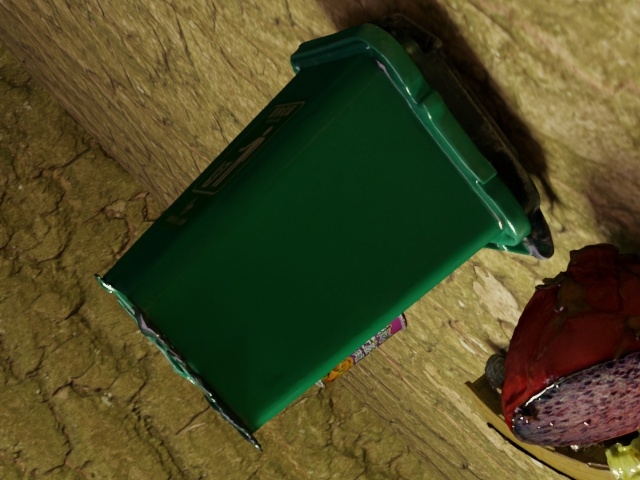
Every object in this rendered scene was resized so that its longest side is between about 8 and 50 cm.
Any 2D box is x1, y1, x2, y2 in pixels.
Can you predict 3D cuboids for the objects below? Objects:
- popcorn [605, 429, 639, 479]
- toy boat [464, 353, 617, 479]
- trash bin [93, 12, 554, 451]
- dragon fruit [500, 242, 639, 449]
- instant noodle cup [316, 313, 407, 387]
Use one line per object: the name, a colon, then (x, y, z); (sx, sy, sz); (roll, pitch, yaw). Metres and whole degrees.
popcorn: (0.364, 0.223, 1.099); (0.135, 0.163, 0.141); (13, -160, 12)
toy boat: (0.314, 0.240, 1.441); (0.321, 0.089, 0.122); (29, 146, 57)
trash bin: (0.000, 0.000, 1.044); (0.295, 0.381, 0.259); (50, 169, -16)
dragon fruit: (0.258, 0.086, 0.977); (0.223, 0.218, 0.148); (12, -130, -38)
instant noodle cup: (0.006, 0.136, 1.932); (0.251, 0.190, 0.251); (45, 168, 12)
